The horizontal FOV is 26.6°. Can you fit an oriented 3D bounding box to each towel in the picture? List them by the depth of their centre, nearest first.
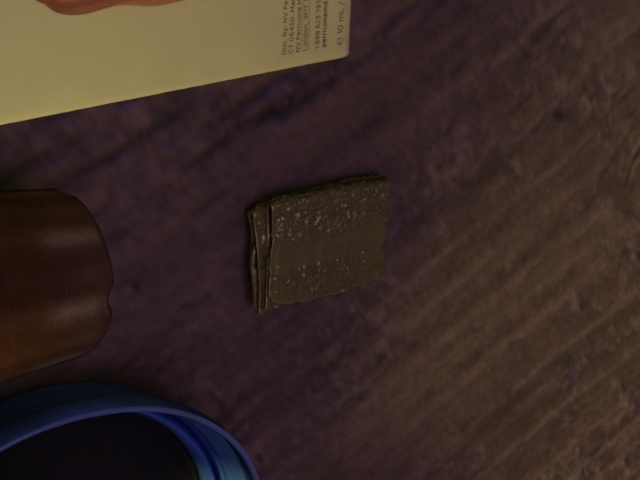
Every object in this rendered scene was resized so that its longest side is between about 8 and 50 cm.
[{"bbox_3d":[0.000,0.000,1.190,0.148,0.027,0.110,-15,120,-32],"label":"towel"}]

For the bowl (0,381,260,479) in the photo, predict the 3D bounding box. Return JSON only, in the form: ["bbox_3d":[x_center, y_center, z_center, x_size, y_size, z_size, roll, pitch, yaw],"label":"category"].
[{"bbox_3d":[-0.222,0.294,1.124,0.391,0.077,0.391,-19,124,-32],"label":"bowl"}]

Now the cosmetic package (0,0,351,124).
[{"bbox_3d":[-0.137,-0.175,0.899,0.296,0.153,0.129,-17,121,-34],"label":"cosmetic package"}]

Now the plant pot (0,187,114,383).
[{"bbox_3d":[-0.242,0.033,0.922,0.165,0.167,0.167,-11,119,-44],"label":"plant pot"}]
